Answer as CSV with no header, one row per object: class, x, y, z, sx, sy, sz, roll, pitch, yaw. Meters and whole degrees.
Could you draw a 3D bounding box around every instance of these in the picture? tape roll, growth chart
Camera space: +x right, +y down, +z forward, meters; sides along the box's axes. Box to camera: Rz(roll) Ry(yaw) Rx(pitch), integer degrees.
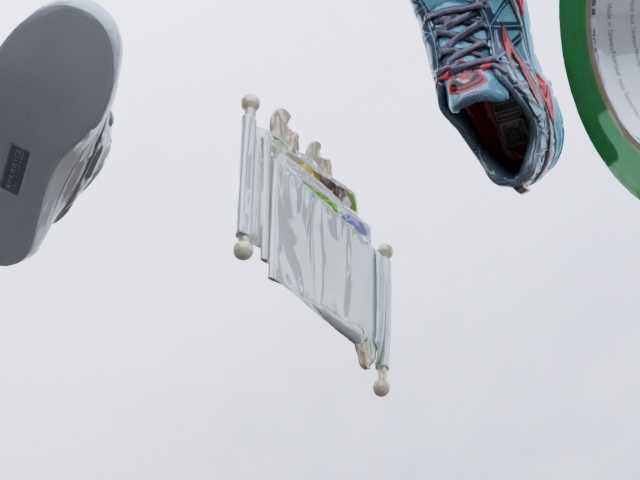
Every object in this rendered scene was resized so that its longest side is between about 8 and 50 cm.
tape roll,0.319,-0.179,1.226,0.077,0.321,0.321,-11,-24,-24
growth chart,0.000,0.000,1.220,0.021,0.172,0.237,-18,-43,29

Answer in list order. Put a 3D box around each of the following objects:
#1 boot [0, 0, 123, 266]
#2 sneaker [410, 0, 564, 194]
boot,-0.203,-0.102,1.157,0.095,0.123,0.258,32,-53,-2
sneaker,0.151,-0.166,1.373,0.104,0.125,0.262,-23,-79,24
